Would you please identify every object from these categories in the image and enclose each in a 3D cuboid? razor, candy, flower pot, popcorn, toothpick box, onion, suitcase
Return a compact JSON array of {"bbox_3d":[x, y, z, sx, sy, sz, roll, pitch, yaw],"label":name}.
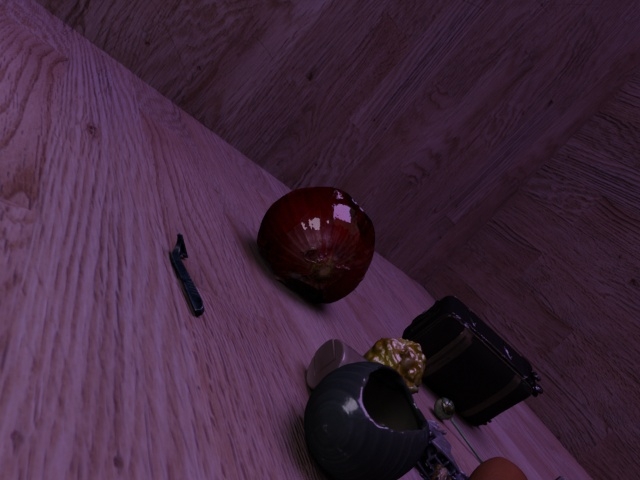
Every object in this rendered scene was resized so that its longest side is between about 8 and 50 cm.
[{"bbox_3d":[-0.251,0.069,0.860,0.066,0.033,0.190,91,-24,-43],"label":"razor"},{"bbox_3d":[0.396,0.540,1.303,0.203,0.061,0.061,54,13,14],"label":"candy"},{"bbox_3d":[0.075,0.298,0.755,0.243,0.157,0.189,22,30,-50],"label":"flower pot"},{"bbox_3d":[0.160,0.305,1.090,0.143,0.173,0.173,62,15,12],"label":"popcorn"},{"bbox_3d":[0.070,0.290,0.923,0.180,0.111,0.111,40,11,-20],"label":"toothpick box"},{"bbox_3d":[-0.002,0.001,1.308,0.341,0.341,0.341,41,11,-9],"label":"onion"},{"bbox_3d":[0.468,0.401,1.495,0.434,0.283,0.194,43,29,-1],"label":"suitcase"}]

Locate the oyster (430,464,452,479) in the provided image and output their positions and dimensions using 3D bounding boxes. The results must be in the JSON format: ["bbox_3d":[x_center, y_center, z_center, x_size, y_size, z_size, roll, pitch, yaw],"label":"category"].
[{"bbox_3d":[0.222,0.487,0.832,0.105,0.056,0.177,35,31,-18],"label":"oyster"}]

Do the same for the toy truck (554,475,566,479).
[{"bbox_3d":[0.688,0.754,1.208,0.268,0.155,0.124,39,11,-19],"label":"toy truck"}]

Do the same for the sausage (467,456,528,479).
[{"bbox_3d":[0.266,0.473,0.741,0.121,0.121,0.304,46,28,20],"label":"sausage"}]

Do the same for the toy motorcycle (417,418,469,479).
[{"bbox_3d":[0.256,0.472,0.985,0.215,0.080,0.122,51,15,15],"label":"toy motorcycle"}]
